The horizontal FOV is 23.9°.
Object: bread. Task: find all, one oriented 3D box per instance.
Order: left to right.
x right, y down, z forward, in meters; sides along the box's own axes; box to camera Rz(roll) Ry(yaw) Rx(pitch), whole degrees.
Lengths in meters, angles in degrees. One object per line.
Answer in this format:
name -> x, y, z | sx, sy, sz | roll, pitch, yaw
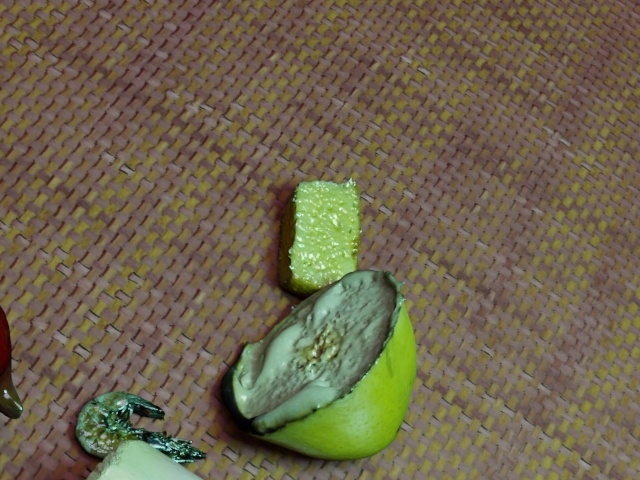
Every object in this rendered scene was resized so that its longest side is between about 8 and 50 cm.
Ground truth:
bread -> 0.000, 0.000, 1.982 | 0.103, 0.065, 0.187 | 11, 61, -15

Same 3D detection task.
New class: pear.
pear -> 0.033, 0.181, 1.837 | 0.178, 0.267, 0.267 | 51, 52, -23

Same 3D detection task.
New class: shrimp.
shrimp -> -0.209, 0.224, 1.789 | 0.161, 0.034, 0.091 | 14, 58, -15

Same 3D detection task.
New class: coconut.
coconut -> -0.194, 0.310, 1.684 | 0.152, 0.147, 0.147 | 33, 55, 5

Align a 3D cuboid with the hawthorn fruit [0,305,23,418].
hawthorn fruit -> -0.487, 0.117, 1.594 | 0.311, 0.295, 0.295 | -19, 72, -31
